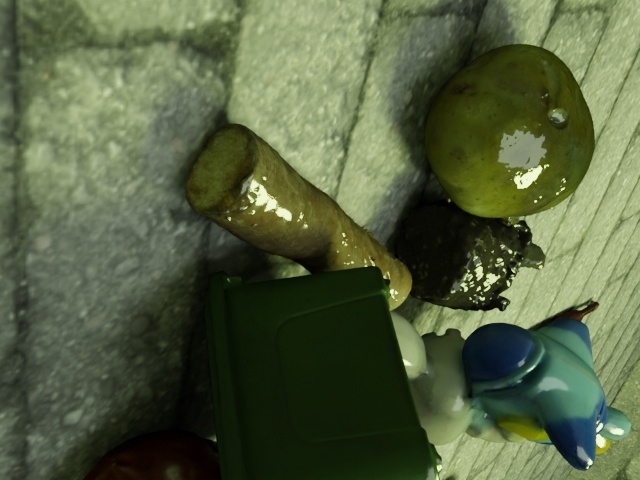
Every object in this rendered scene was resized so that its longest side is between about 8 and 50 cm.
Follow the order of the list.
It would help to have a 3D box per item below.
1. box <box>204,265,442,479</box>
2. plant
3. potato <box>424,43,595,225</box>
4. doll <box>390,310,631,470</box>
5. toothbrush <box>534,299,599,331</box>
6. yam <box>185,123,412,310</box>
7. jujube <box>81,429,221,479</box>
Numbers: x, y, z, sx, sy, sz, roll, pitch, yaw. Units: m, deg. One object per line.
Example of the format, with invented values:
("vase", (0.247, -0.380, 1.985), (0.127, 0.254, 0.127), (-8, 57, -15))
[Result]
("box", (0.014, 0.185, 0.687), (0.178, 0.252, 0.328), (-14, 145, -1))
("plant", (0.183, 0.016, 0.901), (0.203, 0.142, 0.131), (-3, 113, -41))
("potato", (0.211, -0.111, 0.793), (0.197, 0.148, 0.228), (-46, 143, -4))
("doll", (0.230, 0.189, 0.965), (0.376, 0.366, 0.186), (33, 61, -72))
("toothbrush", (0.555, 0.183, 1.635), (0.364, 0.041, 0.040), (-13, 130, -47))
("yam", (0.000, 0.000, 0.688), (0.081, 0.081, 0.357), (-54, 146, 0))
("jujube", (-0.138, 0.276, 0.703), (0.168, 0.168, 0.236), (-44, 150, -15))
